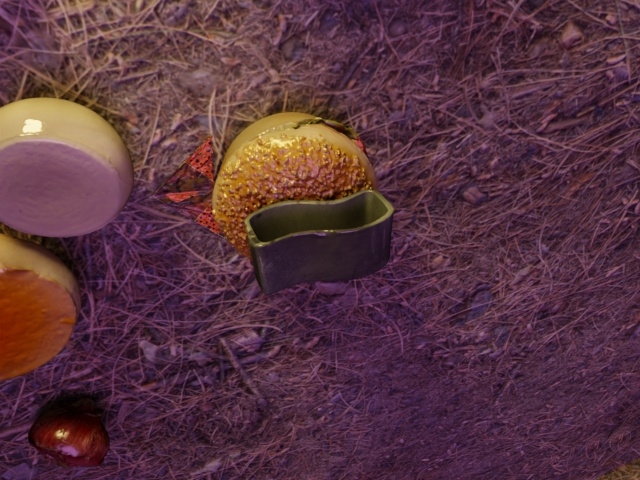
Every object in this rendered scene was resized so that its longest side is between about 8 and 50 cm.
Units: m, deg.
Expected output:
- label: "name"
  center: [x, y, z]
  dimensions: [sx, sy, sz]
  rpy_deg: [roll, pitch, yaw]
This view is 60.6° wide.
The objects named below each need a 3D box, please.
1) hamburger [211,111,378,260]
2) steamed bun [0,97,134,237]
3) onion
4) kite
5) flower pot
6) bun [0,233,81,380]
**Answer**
- label: "hamburger"
  center: [-0.045, -0.082, 0.962]
  dimensions: [0.301, 0.170, 0.302]
  rpy_deg: [-8, 127, -11]
- label: "steamed bun"
  center: [-0.409, -0.120, 0.845]
  dimensions: [0.231, 0.145, 0.232]
  rpy_deg: [-10, 141, -8]
- label: "onion"
  center: [-0.542, 0.424, 1.210]
  dimensions: [0.183, 0.147, 0.184]
  rpy_deg: [19, 153, 10]
- label: "kite"
  center: [-0.246, -0.088, 1.002]
  dimensions: [0.125, 0.008, 0.223]
  rpy_deg: [-7, 126, -11]
- label: "flower pot"
  center: [0.000, 0.000, 0.864]
  dimensions: [0.229, 0.103, 0.108]
  rpy_deg: [-9, 131, -8]
- label: "bun"
  center: [-0.577, 0.099, 0.942]
  dimensions: [0.298, 0.165, 0.299]
  rpy_deg: [-21, 137, -21]
